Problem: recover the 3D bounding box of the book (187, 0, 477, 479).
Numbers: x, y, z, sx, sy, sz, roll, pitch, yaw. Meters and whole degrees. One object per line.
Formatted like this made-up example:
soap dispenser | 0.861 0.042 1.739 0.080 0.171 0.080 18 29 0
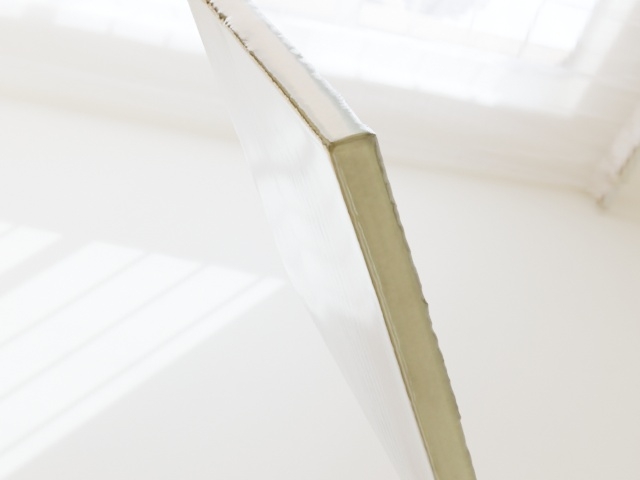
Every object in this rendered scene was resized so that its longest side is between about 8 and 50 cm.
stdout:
book | 0.000 0.000 0.524 0.295 0.020 0.208 -123 -167 -62
